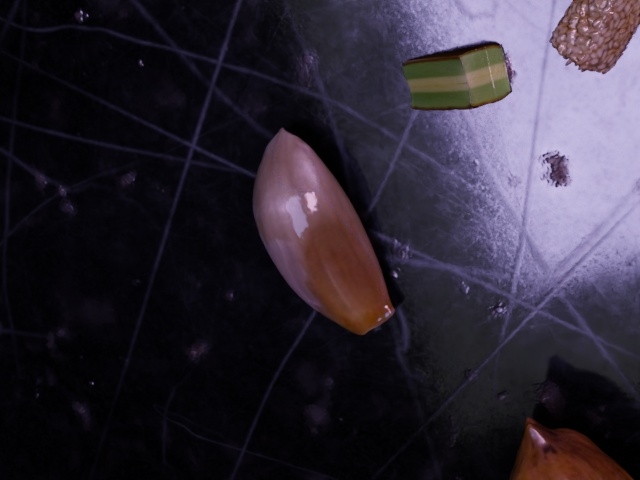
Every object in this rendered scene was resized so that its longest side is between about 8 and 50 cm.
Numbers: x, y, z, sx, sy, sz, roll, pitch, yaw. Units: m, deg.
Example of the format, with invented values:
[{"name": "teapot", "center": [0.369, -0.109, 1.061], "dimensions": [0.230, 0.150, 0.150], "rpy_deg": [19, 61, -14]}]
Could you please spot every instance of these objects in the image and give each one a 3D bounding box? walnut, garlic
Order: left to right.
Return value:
[{"name": "garlic", "center": [-0.009, 0.002, 1.467], "dimensions": [0.143, 0.112, 0.318], "rpy_deg": [-24, 109, 24]}, {"name": "walnut", "center": [0.347, 0.382, 1.396], "dimensions": [0.209, 0.209, 0.336], "rpy_deg": [-20, 100, 27]}]

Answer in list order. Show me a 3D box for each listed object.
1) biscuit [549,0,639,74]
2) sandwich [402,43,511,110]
[{"name": "biscuit", "center": [0.342, -0.279, 1.229], "dimensions": [0.070, 0.082, 0.168], "rpy_deg": [45, 122, 31]}, {"name": "sandwich", "center": [0.176, -0.211, 1.359], "dimensions": [0.116, 0.074, 0.074], "rpy_deg": [8, 116, 54]}]
